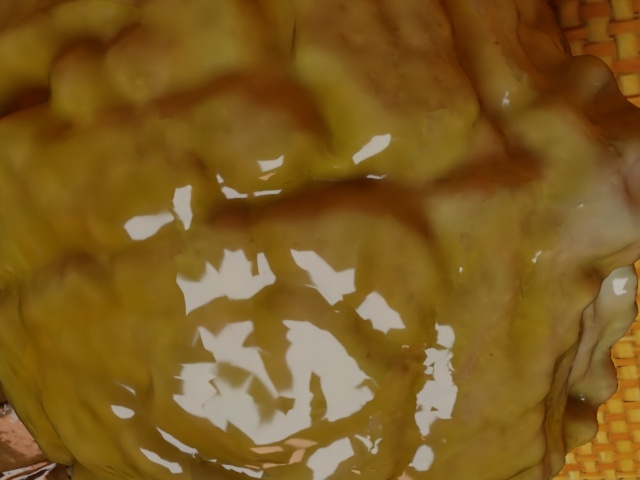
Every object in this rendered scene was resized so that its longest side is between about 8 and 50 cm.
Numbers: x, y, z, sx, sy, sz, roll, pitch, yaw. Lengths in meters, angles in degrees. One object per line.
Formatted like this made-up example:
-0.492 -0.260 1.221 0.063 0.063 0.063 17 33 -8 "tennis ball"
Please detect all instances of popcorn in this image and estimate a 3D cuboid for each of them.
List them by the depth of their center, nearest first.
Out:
-0.017 -0.008 0.717 0.390 0.354 0.344 20 158 -16 "popcorn"

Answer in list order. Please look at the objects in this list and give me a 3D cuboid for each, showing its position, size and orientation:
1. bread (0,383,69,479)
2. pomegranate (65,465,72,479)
-0.263 0.132 1.091 0.195 0.143 0.270 -16 133 27 "bread"
-0.021 0.196 0.994 0.342 0.342 0.342 5 141 4 "pomegranate"
